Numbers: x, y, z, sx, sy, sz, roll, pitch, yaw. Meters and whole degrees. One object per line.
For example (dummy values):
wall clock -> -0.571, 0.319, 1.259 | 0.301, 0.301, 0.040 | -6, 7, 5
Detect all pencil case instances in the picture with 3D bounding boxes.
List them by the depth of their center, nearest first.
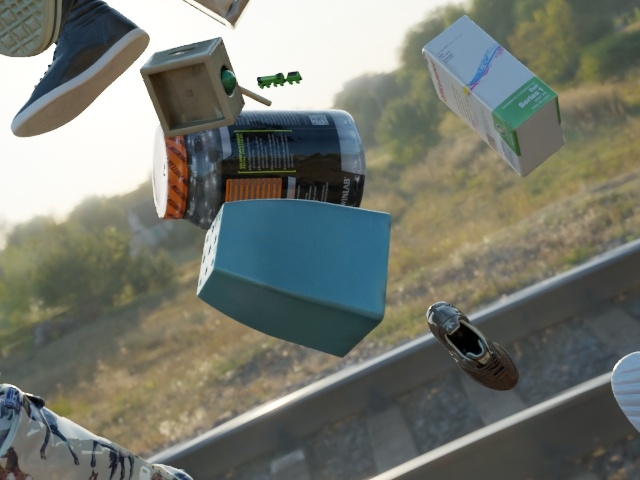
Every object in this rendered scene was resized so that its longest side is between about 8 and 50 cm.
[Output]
pencil case -> -0.372, 0.363, 1.598 | 0.160, 0.410, 0.184 | -16, 50, 38

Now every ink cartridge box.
ink cartridge box -> 0.348, -0.290, 2.073 | 0.117, 0.278, 0.201 | -39, -29, -3

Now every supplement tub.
supplement tub -> -0.109, -0.122, 1.770 | 0.338, 0.207, 0.207 | -2, -3, -18

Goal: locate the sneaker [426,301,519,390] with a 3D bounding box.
sneaker -> 0.221, 0.164, 1.461 | 0.066, 0.188, 0.071 | -47, 23, 5

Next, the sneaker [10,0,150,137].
sneaker -> -0.457, -0.315, 1.835 | 0.295, 0.147, 0.104 | -42, -13, -5

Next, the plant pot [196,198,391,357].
plant pot -> -0.043, 0.038, 1.445 | 0.234, 0.166, 0.165 | 15, -29, -14

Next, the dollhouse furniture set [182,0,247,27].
dollhouse furniture set -> -0.159, -0.592, 1.729 | 0.394, 0.256, 0.362 | -60, 8, 4

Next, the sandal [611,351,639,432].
sandal -> 0.425, 0.224, 1.119 | 0.102, 0.265, 0.076 | -41, -12, 27

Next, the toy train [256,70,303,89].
toy train -> -0.069, -0.265, 1.698 | 0.083, 0.024, 0.017 | -4, 55, 24

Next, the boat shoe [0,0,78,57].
boat shoe -> -0.392, -0.500, 1.420 | 0.186, 0.500, 0.156 | 16, 33, 4

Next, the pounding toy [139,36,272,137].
pounding toy -> -0.163, -0.222, 1.499 | 0.141, 0.130, 0.100 | -9, 29, 17
